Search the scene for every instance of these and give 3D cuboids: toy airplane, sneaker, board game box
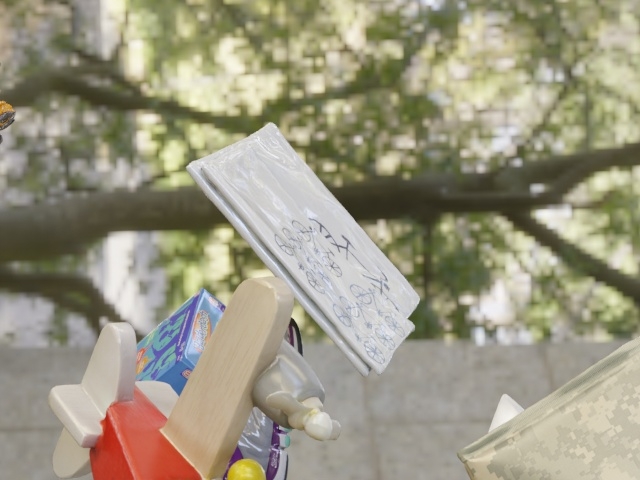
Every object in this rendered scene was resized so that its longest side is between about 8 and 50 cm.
[{"bbox_3d":[-0.123,0.255,1.680,0.386,0.272,0.384,149,-51,-61],"label":"toy airplane"},{"bbox_3d":[-0.081,0.188,1.980,0.083,0.098,0.223,146,-47,-65],"label":"sneaker"},{"bbox_3d":[-0.219,0.177,2.252,0.210,0.047,0.160,-41,-160,28],"label":"board game box"}]

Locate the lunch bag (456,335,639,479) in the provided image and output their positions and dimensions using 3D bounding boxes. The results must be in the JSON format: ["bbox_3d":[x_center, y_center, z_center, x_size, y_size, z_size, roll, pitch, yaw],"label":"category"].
[{"bbox_3d":[0.313,0.229,1.593,0.235,0.287,0.169,61,11,26],"label":"lunch bag"}]

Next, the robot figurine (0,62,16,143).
[{"bbox_3d":[-0.396,-0.172,1.495,0.085,0.291,0.211,-53,172,-25],"label":"robot figurine"}]

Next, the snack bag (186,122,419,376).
[{"bbox_3d":[0.000,0.000,2.075,0.323,0.037,0.342,49,18,1],"label":"snack bag"}]

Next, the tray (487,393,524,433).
[{"bbox_3d":[0.275,0.302,1.893,0.270,0.030,0.145,49,39,-16],"label":"tray"}]
